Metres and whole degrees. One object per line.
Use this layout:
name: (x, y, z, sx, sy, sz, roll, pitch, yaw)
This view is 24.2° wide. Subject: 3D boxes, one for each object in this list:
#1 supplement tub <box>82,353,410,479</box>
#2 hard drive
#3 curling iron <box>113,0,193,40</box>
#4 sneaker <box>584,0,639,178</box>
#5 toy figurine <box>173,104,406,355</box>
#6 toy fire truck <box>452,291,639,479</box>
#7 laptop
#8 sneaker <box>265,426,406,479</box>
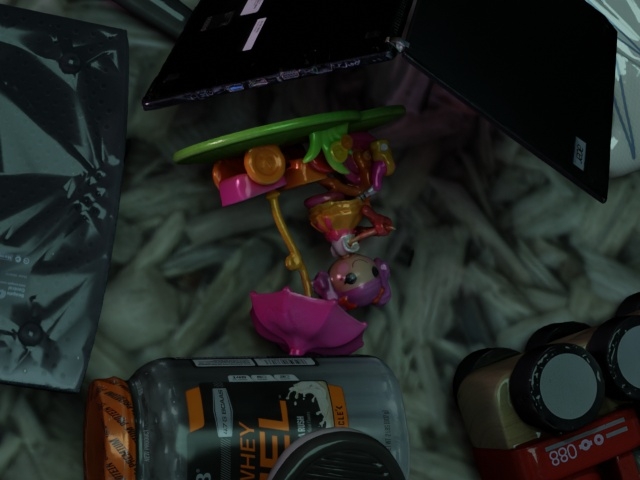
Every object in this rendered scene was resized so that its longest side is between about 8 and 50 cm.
supplement tub: (-0.049, 0.131, 0.942, 0.190, 0.117, 0.117, 0, 74, -18)
hard drive: (-0.219, -0.031, 0.972, 0.172, 0.054, 0.254, 10, 71, -15)
curling iron: (-0.148, -0.202, 1.058, 0.274, 0.035, 0.068, 39, 66, -3)
sneaker: (0.181, -0.180, 1.123, 0.129, 0.111, 0.297, -34, 85, -18)
toy figurine: (0.000, 0.000, 1.014, 0.173, 0.130, 0.159, -14, 90, -33)
toy fire truck: (0.235, 0.168, 1.017, 0.217, 0.158, 0.246, -17, 91, -22)
laptop: (0.051, -0.121, 1.001, 0.234, 0.264, 0.136, -72, 146, -54)
sneaker: (-0.020, 0.232, 0.885, 0.124, 0.178, 0.295, 5, 101, -17)
